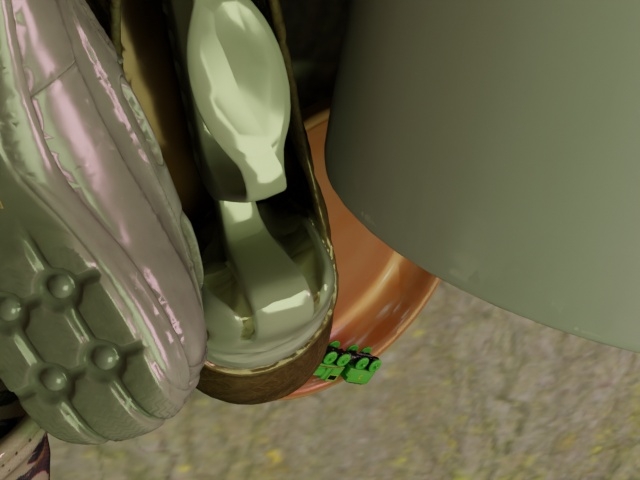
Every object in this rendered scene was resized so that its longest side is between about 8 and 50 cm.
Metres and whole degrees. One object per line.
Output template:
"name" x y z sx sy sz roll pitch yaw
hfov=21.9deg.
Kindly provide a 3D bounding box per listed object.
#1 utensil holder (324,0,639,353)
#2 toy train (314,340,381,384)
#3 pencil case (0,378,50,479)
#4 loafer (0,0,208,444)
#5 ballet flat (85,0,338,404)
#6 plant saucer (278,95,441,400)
"utensil holder" 0.186 -0.178 0.752 0.327 0.327 0.385 -6 120 -40
"toy train" 0.004 0.071 0.975 0.083 0.017 0.024 13 119 -47
"pencil case" -0.226 0.234 0.829 0.183 0.160 0.410 -15 128 -30
"loafer" -0.139 -0.064 0.699 0.112 0.111 0.319 -15 112 18
"ballet flat" -0.043 -0.033 0.792 0.116 0.124 0.342 -18 123 -16
"plant saucer" 0.000 0.000 0.961 0.200 0.037 0.200 -24 132 -30
